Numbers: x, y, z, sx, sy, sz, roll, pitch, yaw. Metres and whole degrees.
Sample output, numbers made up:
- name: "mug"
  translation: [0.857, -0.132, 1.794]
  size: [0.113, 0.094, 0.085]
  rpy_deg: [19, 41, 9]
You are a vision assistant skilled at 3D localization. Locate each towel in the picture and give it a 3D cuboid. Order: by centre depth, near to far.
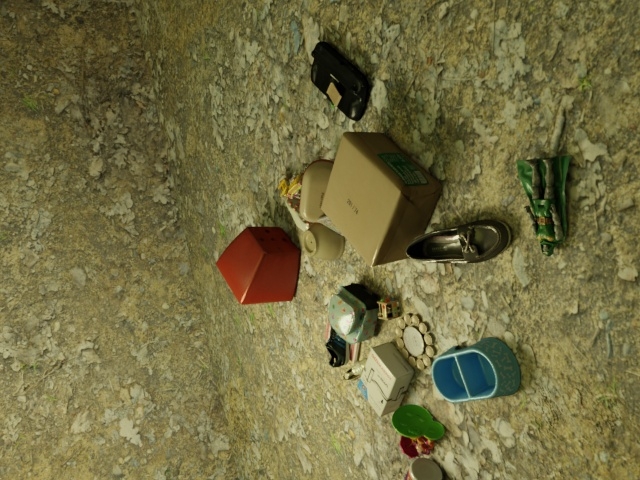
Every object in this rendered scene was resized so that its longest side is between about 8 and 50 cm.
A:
- name: "towel"
  translation: [0.087, 0.355, 2.268]
  size: [0.197, 0.029, 0.144]
  rpy_deg: [36, 129, 45]

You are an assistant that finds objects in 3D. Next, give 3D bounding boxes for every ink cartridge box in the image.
- name: "ink cartridge box"
  translation: [0.218, 0.469, 2.032]
  size: [0.148, 0.086, 0.203]
  rpy_deg: [49, 138, 40]

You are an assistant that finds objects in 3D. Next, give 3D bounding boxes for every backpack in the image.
- name: "backpack"
  translation: [0.113, 0.265, 2.089]
  size: [0.166, 0.145, 0.188]
  rpy_deg: [32, 129, 44]

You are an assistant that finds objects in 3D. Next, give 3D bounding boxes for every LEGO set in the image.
- name: "LEGO set"
  translation: [-0.082, -0.205, 2.331]
  size: [0.287, 0.107, 0.132]
  rpy_deg: [-12, 54, 63]

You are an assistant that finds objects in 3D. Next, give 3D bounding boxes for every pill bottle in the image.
- name: "pill bottle"
  translation: [0.319, 0.809, 1.953]
  size: [0.108, 0.108, 0.193]
  rpy_deg: [47, 137, 41]

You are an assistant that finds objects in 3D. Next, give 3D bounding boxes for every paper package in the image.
- name: "paper package"
  translation: [0.172, -0.132, 1.843]
  size: [0.325, 0.168, 0.309]
  rpy_deg: [52, 140, 38]

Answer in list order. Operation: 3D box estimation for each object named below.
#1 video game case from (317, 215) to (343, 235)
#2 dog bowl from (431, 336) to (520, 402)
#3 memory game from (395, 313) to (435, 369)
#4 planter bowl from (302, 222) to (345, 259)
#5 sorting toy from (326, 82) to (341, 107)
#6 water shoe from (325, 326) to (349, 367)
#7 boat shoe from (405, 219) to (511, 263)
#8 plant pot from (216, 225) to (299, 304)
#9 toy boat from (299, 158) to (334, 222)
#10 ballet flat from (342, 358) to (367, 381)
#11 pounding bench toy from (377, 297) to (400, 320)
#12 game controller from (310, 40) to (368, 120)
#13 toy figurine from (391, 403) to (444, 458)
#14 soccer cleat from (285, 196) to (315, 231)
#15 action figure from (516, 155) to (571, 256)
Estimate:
- name: "video game case"
  translation: [0.059, -0.052, 2.110]
  size: [0.087, 0.122, 0.011]
  rpy_deg: [-15, 50, 58]
- name: "dog bowl"
  translation: [0.423, 0.373, 1.684]
  size: [0.297, 0.074, 0.165]
  rpy_deg: [-34, 70, 56]
- name: "memory game"
  translation: [0.302, 0.324, 1.922]
  size: [0.186, 0.012, 0.186]
  rpy_deg: [26, 121, 52]
- name: "planter bowl"
  translation: [0.000, 0.000, 2.216]
  size: [0.162, 0.109, 0.162]
  rpy_deg: [23, 118, 54]
- name: "sorting toy"
  translation: [0.043, -0.479, 1.998]
  size: [0.062, 0.012, 0.083]
  rpy_deg: [58, 154, 13]
- name: "water shoe"
  translation: [0.059, 0.371, 2.214]
  size: [0.073, 0.080, 0.203]
  rpy_deg: [-2, 99, 55]
- name: "boat shoe"
  translation: [0.367, 0.016, 1.642]
  size: [0.335, 0.096, 0.112]
  rpy_deg: [-14, 87, 59]
- name: "plant pot"
  translation: [-0.239, 0.085, 2.506]
  size: [0.267, 0.268, 0.235]
  rpy_deg: [51, 128, 38]
- name: "toy boat"
  translation: [0.004, -0.184, 2.155]
  size: [0.151, 0.151, 0.231]
  rpy_deg: [-97, 13, -62]
- name: "ballet flat"
  translation: [0.131, 0.486, 2.210]
  size: [0.057, 0.052, 0.168]
  rpy_deg: [65, 146, 22]
- name: "pounding bench toy"
  translation: [0.216, 0.223, 1.991]
  size: [0.083, 0.052, 0.065]
  rpy_deg: [2, 101, 58]
- name: "game controller"
  translation: [0.059, -0.537, 2.018]
  size: [0.319, 0.067, 0.166]
  rpy_deg: [53, 154, 37]
- name: "toy figurine"
  translation: [0.316, 0.640, 1.937]
  size: [0.173, 0.130, 0.159]
  rpy_deg: [16, 130, 29]
- name: "soccer cleat"
  translation: [-0.087, -0.100, 2.370]
  size: [0.196, 0.068, 0.076]
  rpy_deg: [55, 144, 29]
- name: "action figure"
  translation: [0.524, -0.076, 1.400]
  size: [0.137, 0.064, 0.232]
  rpy_deg: [2, 105, 55]
